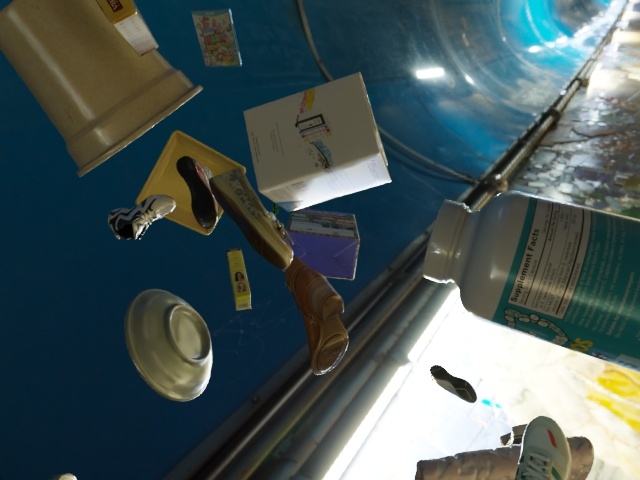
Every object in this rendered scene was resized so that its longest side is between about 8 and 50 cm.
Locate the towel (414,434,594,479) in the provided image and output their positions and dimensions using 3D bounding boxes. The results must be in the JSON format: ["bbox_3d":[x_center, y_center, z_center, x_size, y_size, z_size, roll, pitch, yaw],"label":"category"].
[{"bbox_3d":[0.309,0.500,0.815,0.331,0.053,0.317,-1,-72,-16],"label":"towel"}]

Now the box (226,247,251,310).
[{"bbox_3d":[-0.305,0.141,1.712,0.058,0.232,0.087,-8,-41,-15],"label":"box"}]

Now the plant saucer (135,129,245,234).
[{"bbox_3d":[-0.525,-0.231,1.862,0.332,0.081,0.333,27,-84,-35],"label":"plant saucer"}]

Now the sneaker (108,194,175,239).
[{"bbox_3d":[-0.612,-0.068,1.595,0.234,0.153,0.094,-15,-46,-17],"label":"sneaker"}]

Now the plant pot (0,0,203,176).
[{"bbox_3d":[-0.477,-0.356,0.966,0.305,0.333,0.334,55,-128,-24],"label":"plant pot"}]

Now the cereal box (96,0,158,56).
[{"bbox_3d":[-0.339,-0.405,0.736,0.047,0.240,0.173,-31,-74,-5],"label":"cereal box"}]

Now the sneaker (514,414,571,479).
[{"bbox_3d":[0.260,0.293,0.545,0.075,0.057,0.161,33,-110,-56],"label":"sneaker"}]

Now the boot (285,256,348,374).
[{"bbox_3d":[-0.029,0.199,1.237,0.109,0.220,0.284,-20,-55,-24],"label":"boot"}]

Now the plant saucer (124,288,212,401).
[{"bbox_3d":[-0.474,0.329,1.548,0.400,0.100,0.400,55,-164,-24],"label":"plant saucer"}]

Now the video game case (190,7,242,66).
[{"bbox_3d":[-0.309,-0.605,1.375,0.015,0.119,0.166,-73,-18,-45],"label":"video game case"}]

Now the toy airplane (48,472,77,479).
[{"bbox_3d":[-0.472,0.617,0.695,0.385,0.272,0.386,63,-164,9],"label":"toy airplane"}]

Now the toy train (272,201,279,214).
[{"bbox_3d":[-0.148,-0.123,1.546,0.023,0.017,0.083,-31,-36,-37],"label":"toy train"}]

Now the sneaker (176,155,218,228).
[{"bbox_3d":[-0.406,-0.164,1.624,0.270,0.090,0.145,64,-171,9],"label":"sneaker"}]

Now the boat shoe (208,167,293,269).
[{"bbox_3d":[-0.143,-0.058,1.036,0.089,0.285,0.105,-33,-19,-23],"label":"boat shoe"}]

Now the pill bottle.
[{"bbox_3d":[0.247,0.034,0.477,0.146,0.264,0.146,17,-90,-71],"label":"pill bottle"}]

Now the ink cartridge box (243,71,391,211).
[{"bbox_3d":[0.000,-0.181,0.896,0.171,0.232,0.168,37,-141,-72],"label":"ink cartridge box"}]

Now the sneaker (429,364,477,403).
[{"bbox_3d":[0.387,0.423,1.342,0.053,0.152,0.061,-42,-34,-24],"label":"sneaker"}]

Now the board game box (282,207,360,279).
[{"bbox_3d":[0.000,0.000,1.550,0.291,0.232,0.141,-87,5,-71],"label":"board game box"}]

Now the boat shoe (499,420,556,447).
[{"bbox_3d":[0.615,0.623,1.322,0.341,0.127,0.158,73,-171,-58],"label":"boat shoe"}]
